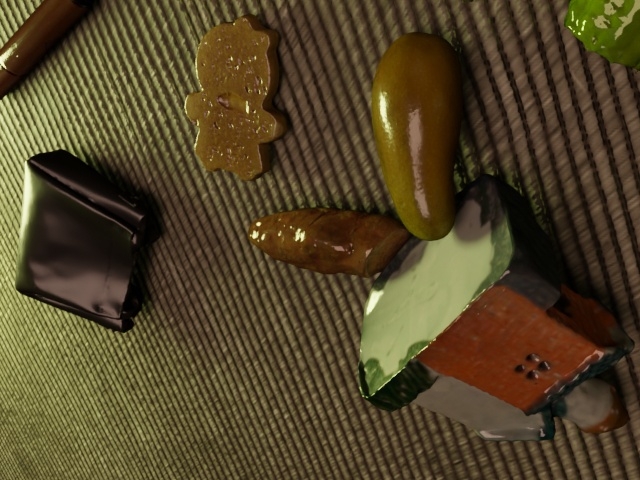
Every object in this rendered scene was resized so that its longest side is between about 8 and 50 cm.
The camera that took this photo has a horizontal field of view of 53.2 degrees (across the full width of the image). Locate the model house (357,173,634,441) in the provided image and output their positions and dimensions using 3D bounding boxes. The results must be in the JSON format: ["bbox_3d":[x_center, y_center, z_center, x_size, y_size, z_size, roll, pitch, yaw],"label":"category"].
[{"bbox_3d":[0.229,0.117,0.747,0.300,0.190,0.271,31,123,-12],"label":"model house"}]

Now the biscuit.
[{"bbox_3d":[-0.116,-0.196,0.883,0.166,0.036,0.226,16,117,26],"label":"biscuit"}]

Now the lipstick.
[{"bbox_3d":[-0.482,-0.319,1.051,0.356,0.057,0.057,-21,99,38],"label":"lipstick"}]

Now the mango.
[{"bbox_3d":[0.109,-0.113,0.707,0.099,0.136,0.228,-6,95,-5],"label":"mango"}]

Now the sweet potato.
[{"bbox_3d":[0.000,0.000,0.861,0.251,0.097,0.097,4,114,30],"label":"sweet potato"}]

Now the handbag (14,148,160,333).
[{"bbox_3d":[-0.412,0.009,1.129,0.257,0.113,0.285,27,117,13],"label":"handbag"}]

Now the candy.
[{"bbox_3d":[0.299,-0.252,0.548,0.096,0.096,0.210,36,125,14],"label":"candy"}]
